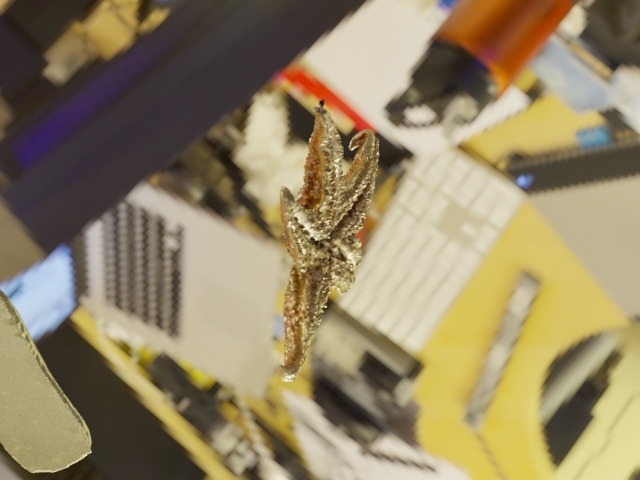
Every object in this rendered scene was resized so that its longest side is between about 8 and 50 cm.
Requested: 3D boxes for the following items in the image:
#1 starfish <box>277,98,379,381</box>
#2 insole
[{"bbox_3d":[-0.001,0.000,1.465,0.043,0.240,0.227,5,150,17],"label":"starfish"},{"bbox_3d":[-0.186,0.065,1.067,0.192,0.063,0.010,59,-171,-39],"label":"insole"}]
